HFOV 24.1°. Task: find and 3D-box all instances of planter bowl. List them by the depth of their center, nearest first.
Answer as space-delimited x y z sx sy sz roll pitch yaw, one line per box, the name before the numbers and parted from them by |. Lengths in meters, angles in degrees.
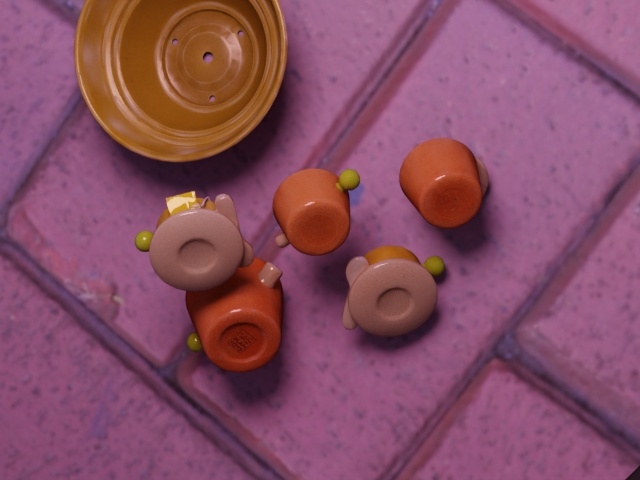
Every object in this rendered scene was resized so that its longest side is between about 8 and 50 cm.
planter bowl | -0.123 -0.183 1.464 0.217 0.090 0.217 0 91 16

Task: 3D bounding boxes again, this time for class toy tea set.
toy tea set | 0.000 0.000 1.425 0.336 0.124 0.200 -13 122 -2

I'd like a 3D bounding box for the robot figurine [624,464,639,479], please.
robot figurine | 0.345 0.287 1.299 0.209 0.173 0.278 41 101 9
